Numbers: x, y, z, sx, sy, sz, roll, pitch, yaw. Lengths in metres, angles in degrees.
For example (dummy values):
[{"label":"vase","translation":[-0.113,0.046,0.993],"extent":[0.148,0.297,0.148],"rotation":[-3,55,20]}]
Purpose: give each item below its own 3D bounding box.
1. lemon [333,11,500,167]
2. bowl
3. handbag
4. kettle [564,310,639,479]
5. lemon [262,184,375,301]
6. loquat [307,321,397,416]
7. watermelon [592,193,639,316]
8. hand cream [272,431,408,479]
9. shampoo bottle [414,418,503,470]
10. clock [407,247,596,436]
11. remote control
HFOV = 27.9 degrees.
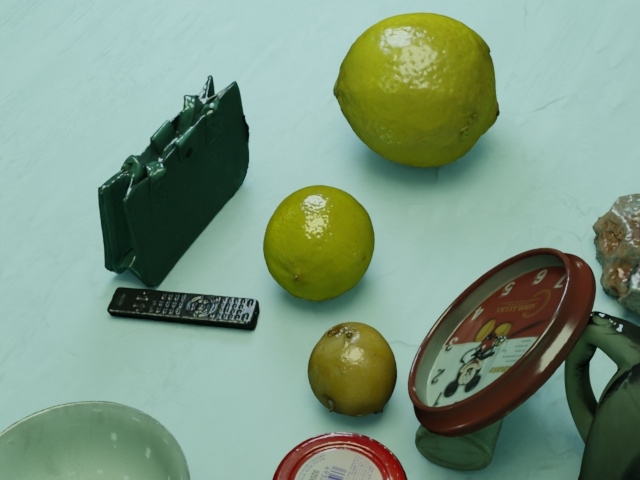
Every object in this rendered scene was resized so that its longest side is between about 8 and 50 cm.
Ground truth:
[{"label":"lemon","translation":[0.171,-0.262,2.238],"extent":[0.293,0.293,0.293],"rotation":[-3,46,3]},{"label":"bowl","translation":[-0.323,0.382,1.739],"extent":[0.313,0.146,0.313],"rotation":[-2,44,2]},{"label":"handbag","translation":[-0.236,-0.097,2.139],"extent":[0.089,0.238,0.326],"rotation":[24,53,20]},{"label":"kettle","translation":[0.429,0.242,1.680],"extent":[0.228,0.324,0.321],"rotation":[-25,49,-18]},{"label":"lemon","translation":[0.000,0.000,2.064],"extent":[0.178,0.178,0.203],"rotation":[12,47,16]},{"label":"loquat","translation":[0.048,0.190,1.899],"extent":[0.141,0.141,0.141],"rotation":[-3,46,3]},{"label":"watermelon","translation":[0.578,0.028,1.997],"extent":[0.302,0.151,0.264],"rotation":[3,47,8]},{"label":"hand cream","translation":[0.028,0.365,1.739],"extent":[0.193,0.125,0.193],"rotation":[-1,45,1]},{"label":"shampoo bottle","translation":[0.229,0.219,1.885],"extent":[0.118,0.087,0.234],"rotation":[0,43,32]},{"label":"clock","translation":[0.252,0.142,1.774],"extent":[0.318,0.080,0.318],"rotation":[-41,18,17]},{"label":"remote control","translation":[-0.221,0.109,2.081],"extent":[0.245,0.025,0.063],"rotation":[5,45,11]}]
